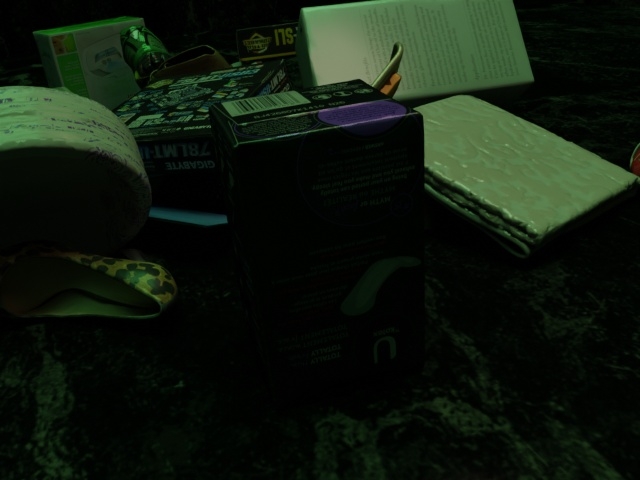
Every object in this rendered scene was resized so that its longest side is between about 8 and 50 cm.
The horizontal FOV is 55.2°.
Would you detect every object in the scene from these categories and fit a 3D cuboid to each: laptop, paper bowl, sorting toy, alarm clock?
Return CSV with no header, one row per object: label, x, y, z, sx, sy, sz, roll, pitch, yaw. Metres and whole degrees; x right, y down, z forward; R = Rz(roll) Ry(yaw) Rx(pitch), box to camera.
laptop,-0.196,-0.111,0.985,0.234,0.136,0.264,9,64,25
paper bowl,-0.372,-0.080,0.779,0.284,0.284,0.148,-15,63,-19
sorting toy,0.075,-0.195,1.006,0.038,0.193,0.208,31,77,6
alarm clock,0.132,-0.061,0.929,0.192,0.064,0.129,-22,31,-23

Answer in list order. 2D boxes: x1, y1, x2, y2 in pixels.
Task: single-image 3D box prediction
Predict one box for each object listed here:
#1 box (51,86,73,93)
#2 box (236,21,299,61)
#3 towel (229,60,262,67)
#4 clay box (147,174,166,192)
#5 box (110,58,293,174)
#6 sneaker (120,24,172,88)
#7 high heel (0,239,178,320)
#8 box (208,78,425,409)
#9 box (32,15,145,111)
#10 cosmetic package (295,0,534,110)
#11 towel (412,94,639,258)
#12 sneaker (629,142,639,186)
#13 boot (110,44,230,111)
box,-0.593,-0.246,1.340,0.148,0.127,0.232,-19,30,-25
box,-0.047,-0.505,1.526,0.322,0.079,0.257,-9,16,-4
towel,-0.306,-0.354,1.463,0.329,0.037,0.237,-28,21,-8
clay box,-0.361,-0.147,1.188,0.127,0.053,0.222,-17,30,-22
box,-0.234,-0.213,1.061,0.295,0.073,0.293,-1,34,22
sneaker,-0.418,-0.440,1.562,0.134,0.146,0.343,-27,-4,-10
high heel,-0.307,0.063,0.717,0.261,0.093,0.186,-10,20,-29
box,0.000,0.000,0.597,0.165,0.270,0.143,-12,28,-13
box,-0.600,-0.467,1.658,0.262,0.231,0.127,-24,32,-33
cosmetic package,0.190,-0.377,1.306,0.453,0.230,0.161,-9,-11,-8
towel,0.266,-0.118,0.927,0.317,0.053,0.332,-23,49,-38
sneaker,0.601,-0.090,0.891,0.279,0.107,0.118,13,51,37
boot,-0.327,-0.313,1.269,0.305,0.115,0.112,-19,50,13
